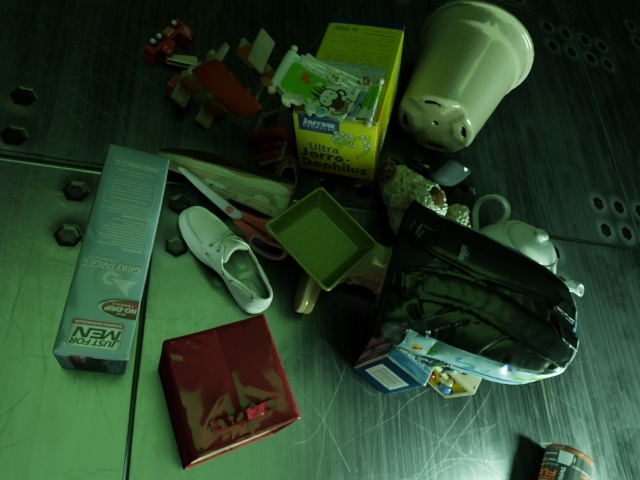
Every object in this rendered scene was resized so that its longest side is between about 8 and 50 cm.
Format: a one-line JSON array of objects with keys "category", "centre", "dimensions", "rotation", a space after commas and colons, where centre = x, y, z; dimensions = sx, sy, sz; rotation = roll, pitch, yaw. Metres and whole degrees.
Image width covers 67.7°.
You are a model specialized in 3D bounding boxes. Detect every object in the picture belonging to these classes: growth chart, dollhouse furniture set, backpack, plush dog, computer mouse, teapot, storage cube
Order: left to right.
[{"category": "storage cube", "centre": [-0.173, 0.270, 0.849], "dimensions": [0.184, 0.215, 0.193], "rotation": [-12, 68, -27]}, {"category": "dollhouse furniture set", "centre": [-0.172, -0.303, 1.078], "dimensions": [0.259, 0.262, 0.135], "rotation": [41, 53, -41]}, {"category": "growth chart", "centre": [0.016, -0.318, 1.000], "dimensions": [0.237, 0.021, 0.172], "rotation": [18, 60, -12]}, {"category": "plush dog", "centre": [0.229, -0.092, 1.217], "dimensions": [0.262, 0.211, 0.225], "rotation": [22, 41, -47]}, {"category": "computer mouse", "centre": [0.338, -0.157, 1.254], "dimensions": [0.184, 0.262, 0.060], "rotation": [30, 92, -12]}, {"category": "backpack", "centre": [0.295, 0.126, 0.902], "dimensions": [0.356, 0.273, 0.290], "rotation": [14, 58, 10]}, {"category": "teapot", "centre": [0.500, 0.035, 1.221], "dimensions": [0.256, 0.187, 0.252], "rotation": [25, 42, -5]}]

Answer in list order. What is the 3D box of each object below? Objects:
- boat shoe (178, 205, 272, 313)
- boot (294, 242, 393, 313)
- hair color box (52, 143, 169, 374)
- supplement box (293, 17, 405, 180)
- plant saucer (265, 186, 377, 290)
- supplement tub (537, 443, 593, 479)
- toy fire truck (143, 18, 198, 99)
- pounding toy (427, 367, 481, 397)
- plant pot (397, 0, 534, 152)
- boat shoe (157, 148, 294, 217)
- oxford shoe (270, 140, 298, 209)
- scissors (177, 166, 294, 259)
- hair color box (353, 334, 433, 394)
[{"category": "boat shoe", "centre": [-0.190, 0.026, 1.006], "dimensions": [0.098, 0.096, 0.277], "rotation": [-40, 88, -31]}, {"category": "boot", "centre": [0.066, 0.086, 1.098], "dimensions": [0.203, 0.095, 0.262], "rotation": [31, 56, -10]}, {"category": "hair color box", "centre": [-0.372, 0.038, 0.870], "dimensions": [0.114, 0.185, 0.374], "rotation": [11, 65, -19]}, {"category": "supplement box", "centre": [0.079, -0.357, 1.189], "dimensions": [0.194, 0.195, 0.356], "rotation": [12, 59, 10]}, {"category": "plant saucer", "centre": [0.000, 0.000, 1.023], "dimensions": [0.188, 0.045, 0.188], "rotation": [46, 52, 8]}, {"category": "supplement tub", "centre": [0.548, 0.578, 1.088], "dimensions": [0.106, 0.106, 0.198], "rotation": [37, 58, -5]}, {"category": "toy fire truck", "centre": [-0.351, -0.445, 1.166], "dimensions": [0.135, 0.047, 0.192], "rotation": [35, 59, -7]}, {"category": "pounding toy", "centre": [0.282, 0.291, 1.073], "dimensions": [0.130, 0.141, 0.100], "rotation": [42, 59, -2]}, {"category": "plant pot", "centre": [0.380, -0.430, 1.346], "dimensions": [0.334, 0.334, 0.305], "rotation": [32, 71, -8]}, {"category": "boat shoe", "centre": [-0.214, -0.125, 1.050], "dimensions": [0.302, 0.109, 0.098], "rotation": [16, 108, -7]}, {"category": "oxford shoe", "centre": [-0.080, -0.181, 1.156], "dimensions": [0.076, 0.076, 0.212], "rotation": [6, 65, -20]}, {"category": "scissors", "centre": [-0.187, -0.048, 1.026], "dimensions": [0.297, 0.109, 0.021], "rotation": [26, 24, -21]}, {"category": "hair color box", "centre": [0.227, 0.167, 1.083], "dimensions": [0.105, 0.174, 0.347], "rotation": [39, 59, -2]}]
